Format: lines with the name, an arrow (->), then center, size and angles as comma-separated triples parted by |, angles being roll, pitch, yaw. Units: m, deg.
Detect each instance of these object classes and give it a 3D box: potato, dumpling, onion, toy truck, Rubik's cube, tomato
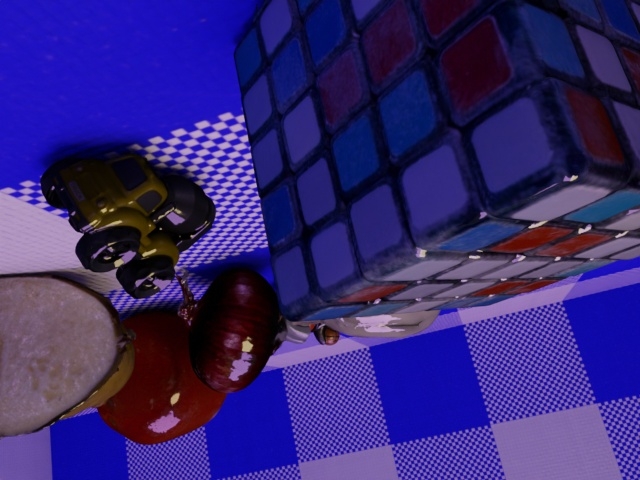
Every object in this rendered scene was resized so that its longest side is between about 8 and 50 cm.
potato -> -0.561, 0.238, 1.110 | 0.397, 0.289, 0.296 | -8, 162, -22
dumpling -> 0.105, 0.134, 1.273 | 0.395, 0.233, 0.315 | -12, 155, -23
onion -> -0.210, 0.178, 1.229 | 0.285, 0.273, 0.273 | 24, 149, -18
toy truck -> -0.235, -0.039, 0.754 | 0.165, 0.147, 0.224 | -35, 160, -6
Rubik's cube -> 0.126, -0.107, 0.503 | 0.293, 0.286, 0.292 | 2, 158, -38
tomato -> -0.396, 0.341, 1.459 | 0.290, 0.324, 0.293 | -19, 158, 29

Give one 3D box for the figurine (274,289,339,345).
figurine -> -0.025, 0.191, 1.496 | 0.236, 0.175, 0.133 | -1, 171, -41
